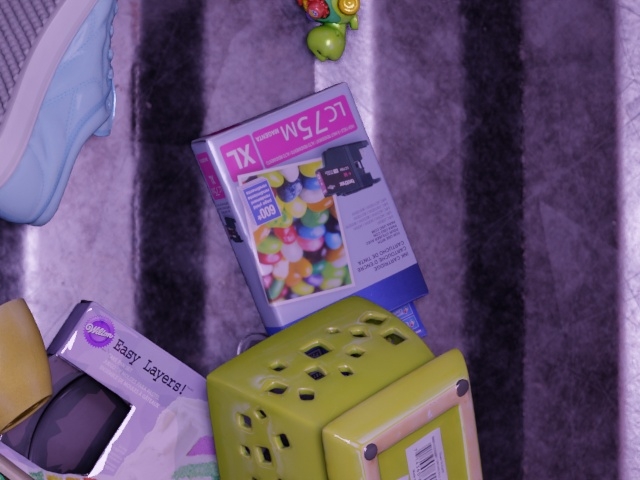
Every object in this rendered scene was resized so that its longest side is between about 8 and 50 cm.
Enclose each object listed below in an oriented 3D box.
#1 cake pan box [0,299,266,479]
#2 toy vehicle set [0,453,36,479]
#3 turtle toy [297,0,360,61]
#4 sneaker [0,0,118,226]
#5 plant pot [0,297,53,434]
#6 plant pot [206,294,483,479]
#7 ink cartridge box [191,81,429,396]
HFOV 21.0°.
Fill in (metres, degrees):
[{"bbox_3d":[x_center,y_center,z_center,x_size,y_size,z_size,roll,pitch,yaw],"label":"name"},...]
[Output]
[{"bbox_3d":[-0.216,0.228,1.818,0.267,0.070,0.246,38,73,-16],"label":"cake pan box"},{"bbox_3d":[-0.397,0.319,1.712,0.166,0.035,0.267,40,92,-17],"label":"toy vehicle set"},{"bbox_3d":[0.008,-0.265,1.925,0.066,0.095,0.130,-13,92,-1],"label":"turtle toy"},{"bbox_3d":[-0.270,-0.183,1.799,0.150,0.135,0.366,41,67,-46],"label":"sneaker"},{"bbox_3d":[-0.319,0.134,1.704,0.134,0.134,0.095,-37,85,-20],"label":"plant pot"},{"bbox_3d":[0.040,0.216,1.796,0.227,0.207,0.228,-27,119,-35],"label":"plant pot"},{"bbox_3d":[0.000,0.000,1.923,0.185,0.065,0.311,-24,99,-21],"label":"ink cartridge box"}]
